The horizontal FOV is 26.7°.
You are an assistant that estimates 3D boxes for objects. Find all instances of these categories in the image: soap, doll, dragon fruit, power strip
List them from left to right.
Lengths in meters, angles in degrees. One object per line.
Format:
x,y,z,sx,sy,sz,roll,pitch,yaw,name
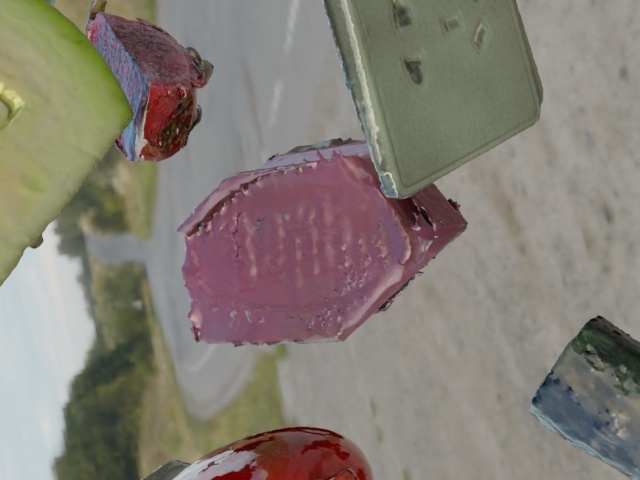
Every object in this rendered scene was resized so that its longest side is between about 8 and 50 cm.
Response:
-0.140,-0.130,1.140,0.147,0.096,0.102,50,135,40,dragon fruit
-0.046,0.149,0.714,0.217,0.183,0.085,-21,96,39,doll
0.000,0.000,1.265,0.112,0.289,0.182,-28,-72,-53,soap
0.061,-0.147,0.934,0.064,0.213,0.198,-8,104,39,power strip

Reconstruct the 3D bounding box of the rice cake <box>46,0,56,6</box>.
-0.393,-0.241,1.505,0.290,0.081,0.051,-19,53,44,rice cake

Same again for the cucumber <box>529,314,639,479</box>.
0.222,0.132,0.761,0.211,0.062,0.078,34,146,19,cucumber

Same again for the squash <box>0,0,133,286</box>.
-0.284,-0.005,0.766,0.309,0.210,0.234,-42,15,52,squash
